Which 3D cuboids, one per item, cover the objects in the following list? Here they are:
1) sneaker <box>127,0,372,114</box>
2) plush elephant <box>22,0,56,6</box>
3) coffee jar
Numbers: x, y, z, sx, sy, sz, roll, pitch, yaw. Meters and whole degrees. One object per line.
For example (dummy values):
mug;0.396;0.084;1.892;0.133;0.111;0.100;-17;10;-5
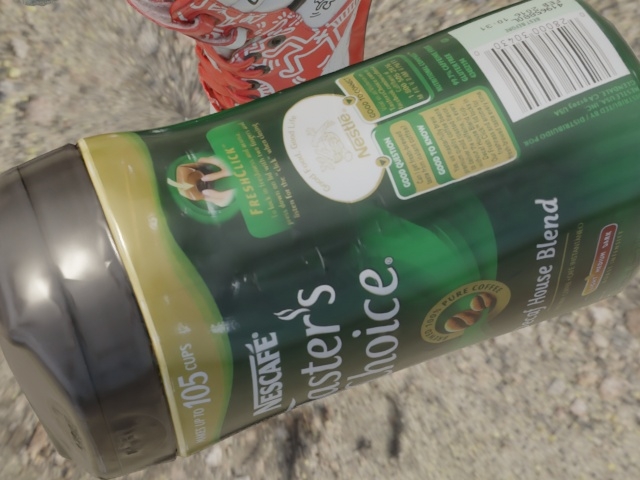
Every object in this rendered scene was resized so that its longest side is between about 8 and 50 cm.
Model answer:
sneaker;-0.039;-0.106;0.579;0.145;0.270;0.090;-23;63;-40
plush elephant;-0.161;-0.247;0.650;0.330;0.255;0.272;-19;113;3
coffee jar;0.000;0.000;0.356;0.184;0.096;0.079;-19;60;-11
